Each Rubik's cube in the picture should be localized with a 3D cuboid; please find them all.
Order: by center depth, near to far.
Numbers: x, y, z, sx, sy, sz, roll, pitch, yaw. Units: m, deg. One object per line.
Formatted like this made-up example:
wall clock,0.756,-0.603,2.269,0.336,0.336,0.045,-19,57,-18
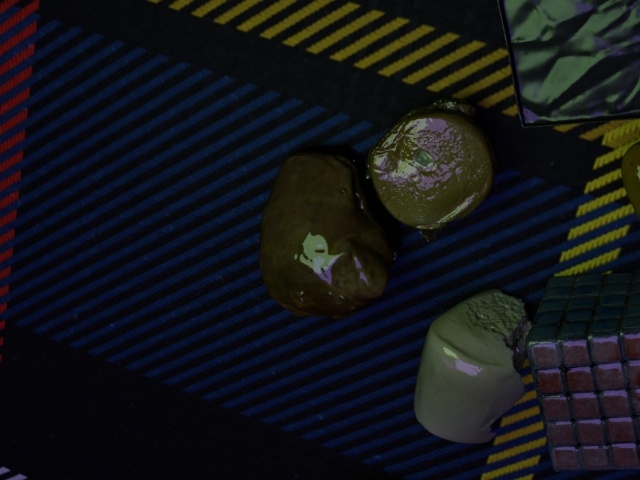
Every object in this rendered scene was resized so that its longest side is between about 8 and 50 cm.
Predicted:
Rubik's cube,0.464,0.194,1.653,0.237,0.237,0.238,-5,110,23

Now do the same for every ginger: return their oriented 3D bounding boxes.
ginger,-0.003,0.001,1.757,0.200,0.223,0.269,-25,105,35

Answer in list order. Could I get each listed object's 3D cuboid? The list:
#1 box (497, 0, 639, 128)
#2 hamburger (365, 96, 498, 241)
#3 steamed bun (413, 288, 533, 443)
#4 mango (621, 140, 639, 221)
box,0.430,-0.307,1.445,0.345,0.204,0.251,-2,117,30
hamburger,0.182,-0.123,1.692,0.189,0.122,0.215,39,115,-6
steamed bun,0.260,0.224,1.768,0.170,0.200,0.225,35,133,30
mango,0.536,-0.039,1.582,0.130,0.167,0.262,-40,91,14
